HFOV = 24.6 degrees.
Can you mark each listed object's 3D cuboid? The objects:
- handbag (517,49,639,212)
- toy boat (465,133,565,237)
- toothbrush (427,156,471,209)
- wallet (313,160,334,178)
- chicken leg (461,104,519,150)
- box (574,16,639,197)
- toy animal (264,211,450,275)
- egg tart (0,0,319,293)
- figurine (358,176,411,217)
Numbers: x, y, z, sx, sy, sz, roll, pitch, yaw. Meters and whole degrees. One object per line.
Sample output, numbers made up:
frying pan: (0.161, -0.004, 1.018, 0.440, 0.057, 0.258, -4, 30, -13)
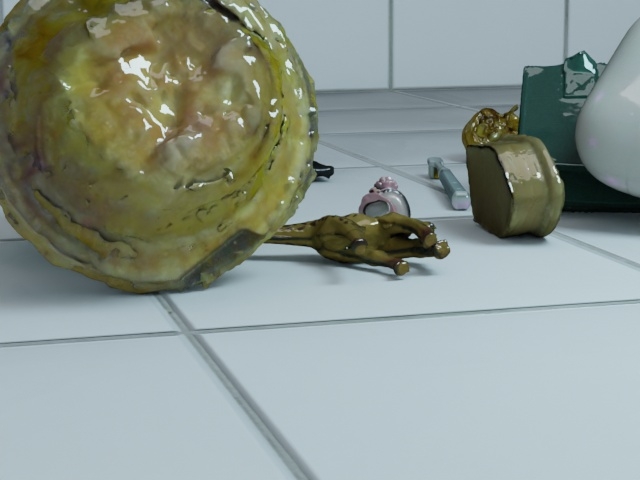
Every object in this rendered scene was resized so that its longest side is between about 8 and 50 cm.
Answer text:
handbag: (0.416, -0.143, 1.896, 0.327, 0.089, 0.238, 0, 46, 11)
toy boat: (0.223, -0.061, 1.699, 0.061, 0.116, 0.188, -7, 9, -11)
toothbrush: (0.175, -0.083, 2.048, 0.025, 0.030, 0.342, -1, 10, -2)
wallet: (-0.081, -0.119, 2.265, 0.146, 0.030, 0.285, -6, 10, -13)
chicken leg: (0.318, -0.173, 2.407, 0.208, 0.085, 0.101, -1, -26, -44)
box: (0.496, -0.145, 1.730, 0.349, 0.141, 0.288, 18, 54, 23)
toy animal: (0.005, -0.002, 1.540, 0.276, 0.054, 0.149, 8, 15, 35)
egg tart: (-0.153, -0.123, 1.403, 0.352, 0.351, 0.150, -4, -11, -19)
figurine: (0.067, -0.033, 1.649, 0.054, 0.072, 0.129, -20, 0, 14)
